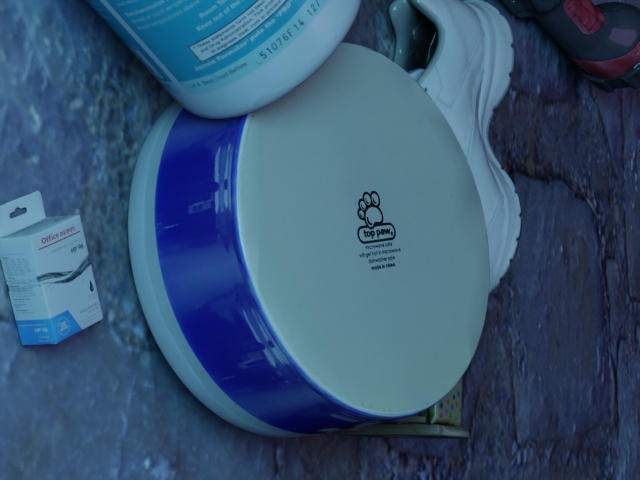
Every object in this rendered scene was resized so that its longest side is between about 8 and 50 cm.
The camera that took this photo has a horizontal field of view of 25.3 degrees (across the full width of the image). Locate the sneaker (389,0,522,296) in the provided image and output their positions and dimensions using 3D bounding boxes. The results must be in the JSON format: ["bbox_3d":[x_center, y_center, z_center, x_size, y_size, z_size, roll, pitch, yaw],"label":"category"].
[{"bbox_3d":[0.100,-0.083,1.262,0.129,0.111,0.297,14,68,-47],"label":"sneaker"}]

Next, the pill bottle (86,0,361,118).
[{"bbox_3d":[-0.099,-0.206,0.839,0.264,0.146,0.146,49,46,-35],"label":"pill bottle"}]

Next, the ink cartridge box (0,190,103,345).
[{"bbox_3d":[-0.161,0.015,0.843,0.048,0.028,0.083,-32,114,-57],"label":"ink cartridge box"}]

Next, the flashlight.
[{"bbox_3d":[0.291,-0.262,1.589,0.304,0.103,0.103,31,62,-56],"label":"flashlight"}]

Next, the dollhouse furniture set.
[{"bbox_3d":[0.052,0.063,1.136,0.161,0.101,0.182,19,71,-58],"label":"dollhouse furniture set"}]

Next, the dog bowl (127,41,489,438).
[{"bbox_3d":[0.000,0.000,0.990,0.265,0.104,0.265,17,67,-45],"label":"dog bowl"}]
